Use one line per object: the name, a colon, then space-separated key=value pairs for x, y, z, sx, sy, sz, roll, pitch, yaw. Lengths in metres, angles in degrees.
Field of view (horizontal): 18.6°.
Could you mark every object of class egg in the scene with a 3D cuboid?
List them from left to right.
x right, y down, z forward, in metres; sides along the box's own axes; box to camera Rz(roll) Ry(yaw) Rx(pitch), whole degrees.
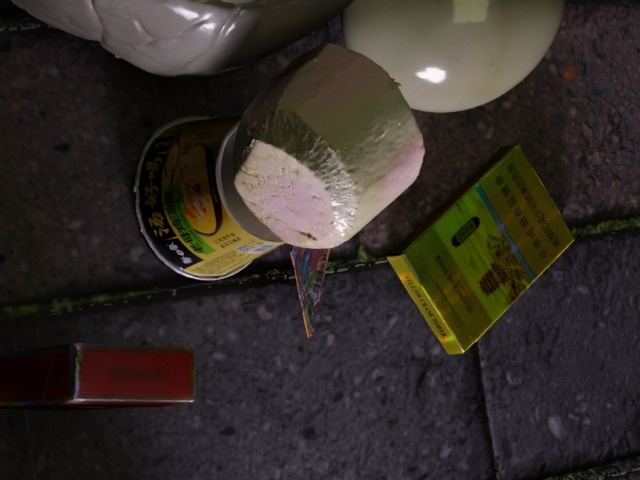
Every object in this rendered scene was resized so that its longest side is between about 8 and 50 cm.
egg: x=0.131 y=-0.223 z=1.842 sx=0.254 sy=0.189 sz=0.188 roll=-32 pitch=103 yaw=-43

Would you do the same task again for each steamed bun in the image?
steamed bun: x=-0.072 y=-0.268 z=1.670 sx=0.383 sy=0.247 sz=0.236 roll=-38 pitch=104 yaw=-32

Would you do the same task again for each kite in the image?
kite: x=0.000 y=0.000 z=1.786 sx=0.159 sy=0.010 sz=0.190 roll=-9 pitch=113 yaw=-69

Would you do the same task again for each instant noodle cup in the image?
instant noodle cup: x=-0.073 y=-0.045 z=1.721 sx=0.151 sy=0.122 sz=0.151 roll=6 pitch=80 yaw=-36

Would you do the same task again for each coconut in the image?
coconut: x=0.012 y=-0.083 z=1.624 sx=0.152 sy=0.147 sz=0.147 roll=-46 pitch=110 yaw=-30

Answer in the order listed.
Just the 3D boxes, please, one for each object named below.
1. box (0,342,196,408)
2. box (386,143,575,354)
box: x=-0.192 y=0.114 z=1.587 sx=0.112 sy=0.175 sz=0.048 roll=5 pitch=82 yaw=-33
box: x=0.162 y=0.008 z=1.934 sx=0.193 sy=0.030 sz=0.121 roll=-42 pitch=108 yaw=-30
